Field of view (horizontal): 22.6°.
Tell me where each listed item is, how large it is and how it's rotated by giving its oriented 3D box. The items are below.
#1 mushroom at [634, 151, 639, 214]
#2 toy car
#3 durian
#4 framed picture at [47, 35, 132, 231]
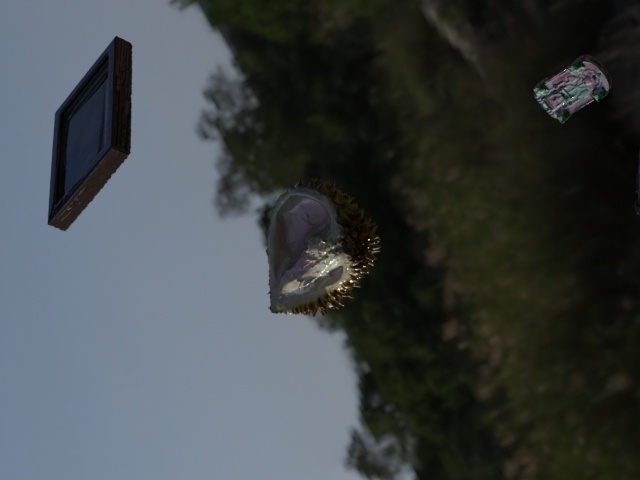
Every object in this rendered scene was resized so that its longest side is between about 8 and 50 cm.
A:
[{"bbox_3d":[0.483,-0.051,1.921,0.156,0.151,0.286,-48,41,51],"label":"mushroom"},{"bbox_3d":[0.379,-0.231,2.393,0.069,0.055,0.142,49,143,-8],"label":"toy car"},{"bbox_3d":[0.011,0.004,2.494,0.250,0.138,0.183,-57,42,49],"label":"durian"},{"bbox_3d":[-0.232,-0.109,1.617,0.023,0.128,0.168,24,-141,-27],"label":"framed picture"}]
